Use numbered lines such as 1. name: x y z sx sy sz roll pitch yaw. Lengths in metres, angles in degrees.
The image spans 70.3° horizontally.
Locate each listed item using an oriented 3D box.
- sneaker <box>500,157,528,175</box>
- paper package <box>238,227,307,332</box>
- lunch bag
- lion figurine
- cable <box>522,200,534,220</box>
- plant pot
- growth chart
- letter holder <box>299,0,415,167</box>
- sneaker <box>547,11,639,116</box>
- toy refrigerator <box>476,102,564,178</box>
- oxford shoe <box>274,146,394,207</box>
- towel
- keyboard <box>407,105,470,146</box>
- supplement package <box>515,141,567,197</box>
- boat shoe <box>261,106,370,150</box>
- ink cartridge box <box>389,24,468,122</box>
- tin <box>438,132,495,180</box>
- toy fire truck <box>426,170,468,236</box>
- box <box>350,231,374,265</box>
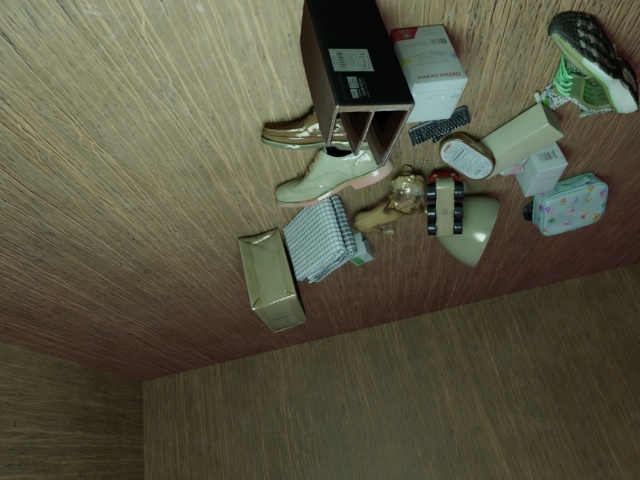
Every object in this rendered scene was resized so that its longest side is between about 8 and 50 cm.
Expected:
1. sneaker: 0.704 -0.276 1.612 0.070 0.051 0.134 -3 155 -23
2. paper package: -0.183 0.161 1.780 0.168 0.310 0.325 -17 154 -1
3. lunch bag: 1.028 -0.155 1.875 0.279 0.108 0.224 -17 126 2
4. lion figurine: 0.233 -0.102 1.624 0.392 0.142 0.240 -40 157 31
5. cable: 0.977 -0.137 2.011 0.184 0.047 0.150 14 143 -42
6. plant pot: 0.556 -0.057 1.781 0.190 0.284 0.284 20 156 12
7. growth chart: 0.733 -0.454 1.307 0.237 0.021 0.171 -31 147 31
8. letter holder: 0.052 -0.319 0.949 0.151 0.302 0.214 -6 153 -13
9. sneaker: 0.680 -0.424 1.196 0.410 0.158 0.182 22 153 -34
10. toy refrigerator: 0.604 -0.310 1.436 0.102 0.094 0.269 15 147 -35
11. oxford shoe: 0.014 -0.215 1.378 0.396 0.141 0.147 -19 123 22
12. towel: 0.000 0.000 1.636 0.121 0.235 0.283 0 152 -37
13. keyboard: 0.361 -0.334 1.373 0.180 0.023 0.108 -20 153 16
14. supplement package: 0.788 -0.252 1.632 0.105 0.105 0.179 -15 153 2
15. boat shoe: -0.004 -0.305 1.197 0.307 0.111 0.105 -2 125 -7
16. ink cartridge box: 0.235 -0.381 1.048 0.128 0.176 0.127 -8 153 -8
17. tin: 0.461 -0.261 1.432 0.189 0.040 0.106 31 133 -5
18. toy fire truck: 0.450 -0.161 1.595 0.158 0.246 0.217 -3 126 12
19. box: 0.162 0.037 1.924 0.087 0.102 0.101 -24 150 17
